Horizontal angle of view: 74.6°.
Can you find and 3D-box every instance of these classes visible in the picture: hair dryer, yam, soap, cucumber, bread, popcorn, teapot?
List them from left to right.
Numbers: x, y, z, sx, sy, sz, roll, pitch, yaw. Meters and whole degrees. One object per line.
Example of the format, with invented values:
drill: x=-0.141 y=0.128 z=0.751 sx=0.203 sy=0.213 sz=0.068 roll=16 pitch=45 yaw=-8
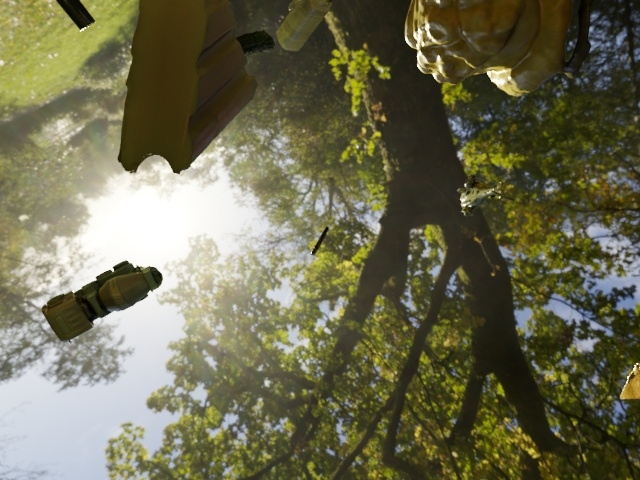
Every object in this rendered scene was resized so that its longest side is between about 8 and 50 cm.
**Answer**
hair dryer: x=-0.581 y=-0.629 z=1.016 sx=0.050 sy=0.173 sz=0.194 roll=-6 pitch=-137 yaw=29
soap: x=-0.261 y=-0.305 z=0.737 sx=0.159 sy=0.257 sz=0.302 roll=8 pitch=-133 yaw=16
cucumber: x=-0.186 y=-0.501 z=1.078 sx=0.058 sy=0.058 sz=0.187 roll=-13 pitch=-156 yaw=34
teapot: x=-0.053 y=-0.629 z=1.167 sx=0.107 sy=0.077 sz=0.200 roll=-7 pitch=163 yaw=-40
yam: x=0.000 y=0.000 z=1.174 sx=0.014 sy=0.014 sz=0.107 roll=-7 pitch=-138 yaw=41
popcorn: x=0.356 y=-0.452 z=0.831 sx=0.349 sy=0.382 sz=0.349 roll=-52 pitch=170 yaw=-13
bread: x=0.580 y=0.262 z=0.688 sx=0.084 sy=0.080 sz=0.109 roll=6 pitch=-164 yaw=-9

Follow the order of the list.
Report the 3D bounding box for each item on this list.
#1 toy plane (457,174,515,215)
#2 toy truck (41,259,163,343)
toy plane: x=0.446 y=-0.125 z=1.160 sx=0.108 sy=0.092 sz=0.286 roll=-64 pitch=-179 yaw=-4
toy truck: x=-0.505 y=0.136 z=0.990 sx=0.257 sy=0.107 sz=0.140 roll=-31 pitch=-162 yaw=-27
